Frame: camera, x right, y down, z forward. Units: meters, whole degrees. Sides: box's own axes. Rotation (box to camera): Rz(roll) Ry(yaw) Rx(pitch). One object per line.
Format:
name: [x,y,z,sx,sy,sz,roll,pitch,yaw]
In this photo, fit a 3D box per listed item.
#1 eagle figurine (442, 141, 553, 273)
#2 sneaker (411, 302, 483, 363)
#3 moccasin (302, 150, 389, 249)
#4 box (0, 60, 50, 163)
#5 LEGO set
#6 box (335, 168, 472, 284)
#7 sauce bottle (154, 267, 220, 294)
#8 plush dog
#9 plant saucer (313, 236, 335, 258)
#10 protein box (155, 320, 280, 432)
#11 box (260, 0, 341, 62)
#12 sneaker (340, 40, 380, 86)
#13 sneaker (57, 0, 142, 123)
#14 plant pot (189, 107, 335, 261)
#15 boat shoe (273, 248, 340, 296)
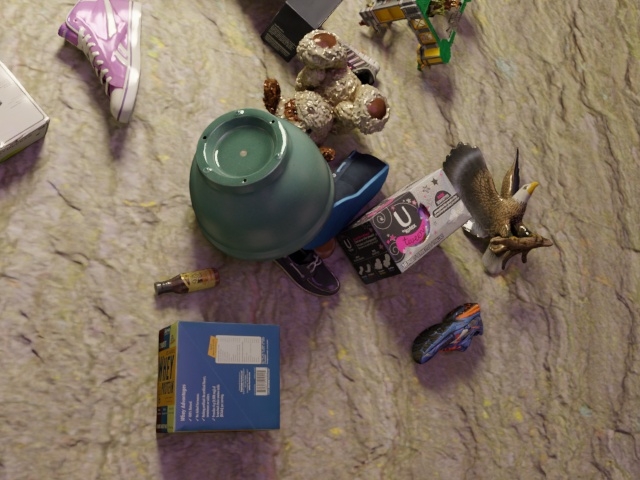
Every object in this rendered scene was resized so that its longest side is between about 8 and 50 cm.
eagle figurine: [0.448,-0.090,1.781,0.226,0.225,0.298,49,15,-52]
sneaker: [0.303,0.226,1.658,0.221,0.083,0.087,-30,96,-27]
moccasin: [0.021,-0.092,1.588,0.117,0.137,0.342,34,41,15]
box: [-0.657,-0.275,1.311,0.290,0.087,0.169,50,61,-6]
LEGO set: [0.233,-0.597,1.824,0.255,0.192,0.331,38,62,-46]
box: [0.186,-0.033,1.620,0.247,0.163,0.142,-36,95,-30]
sauce bottle: [-0.265,0.084,1.434,0.128,0.042,0.042,-13,82,-30]
plush dog: [-0.010,-0.298,1.608,0.225,0.210,0.262,-40,97,-10]
plant saucer: [0.000,0.000,1.604,0.084,0.015,0.083,7,74,-25]
protein box: [-0.194,0.261,1.367,0.201,0.136,0.199,6,74,-25]
box: [-0.036,-0.517,1.645,0.093,0.158,0.156,41,62,-11]
sneaker: [0.067,-0.417,1.723,0.171,0.063,0.074,20,62,-26]
sneaker: [-0.443,-0.364,1.443,0.161,0.102,0.281,4,64,-22]
plant pot: [-0.129,-0.131,1.394,0.293,0.196,0.292,-4,64,8]
boat shoe: [-0.035,0.051,1.544,0.206,0.065,0.075,38,63,-13]
